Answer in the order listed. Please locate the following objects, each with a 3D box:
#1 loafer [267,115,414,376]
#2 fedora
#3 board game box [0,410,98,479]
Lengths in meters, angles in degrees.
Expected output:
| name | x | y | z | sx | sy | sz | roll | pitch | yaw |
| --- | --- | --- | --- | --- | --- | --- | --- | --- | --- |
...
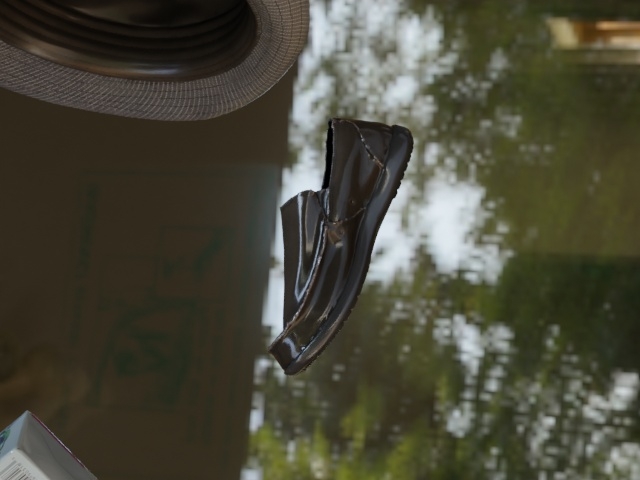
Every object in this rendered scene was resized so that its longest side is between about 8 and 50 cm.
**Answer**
| name | x | y | z | sx | sy | sz | roll | pitch | yaw |
| --- | --- | --- | --- | --- | --- | --- | --- | --- | --- |
| loafer | 0.000 | 0.000 | 1.221 | 0.080 | 0.078 | 0.220 | 125 | 168 | -66 |
| fedora | -0.121 | -0.182 | 0.926 | 0.275 | 0.243 | 0.124 | 93 | -175 | -71 |
| board game box | -0.298 | 0.330 | 1.390 | 0.224 | 0.303 | 0.097 | 49 | -175 | -16 |
